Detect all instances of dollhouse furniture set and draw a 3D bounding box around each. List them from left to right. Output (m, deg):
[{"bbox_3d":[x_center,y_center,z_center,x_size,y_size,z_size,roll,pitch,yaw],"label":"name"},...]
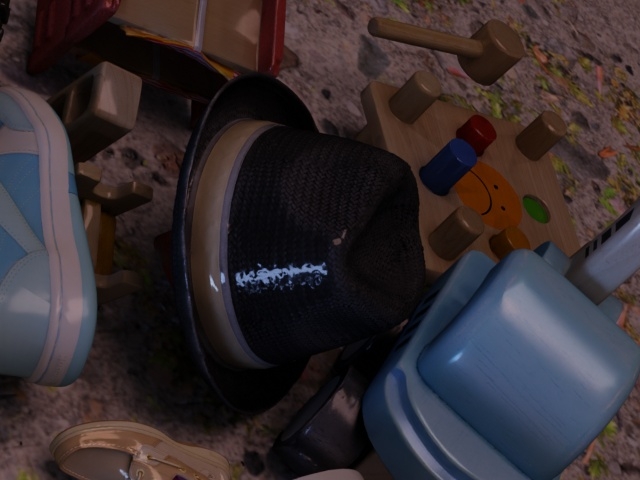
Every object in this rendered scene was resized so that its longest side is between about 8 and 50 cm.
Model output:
[{"bbox_3d":[-0.164,-0.095,1.667,0.201,0.152,0.374,20,61,-32],"label":"dollhouse furniture set"}]

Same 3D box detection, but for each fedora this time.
[{"bbox_3d":[0.000,0.000,1.570,0.334,0.153,0.334,-2,90,-69],"label":"fedora"}]

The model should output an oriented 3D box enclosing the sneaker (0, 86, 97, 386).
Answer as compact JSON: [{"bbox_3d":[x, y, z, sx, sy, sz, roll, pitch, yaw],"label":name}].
[{"bbox_3d":[-0.308,-0.023,1.450,0.208,0.127,0.319,6,39,-27],"label":"sneaker"}]

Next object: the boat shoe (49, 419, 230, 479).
[{"bbox_3d":[-0.140,0.192,1.457,0.170,0.063,0.059,18,39,-34],"label":"boat shoe"}]

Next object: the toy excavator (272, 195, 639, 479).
[{"bbox_3d":[0.225,0.060,1.617,0.222,0.445,0.433,44,37,-5],"label":"toy excavator"}]

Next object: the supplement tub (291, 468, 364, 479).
[{"bbox_3d":[0.013,0.351,1.320,0.228,0.228,0.316,-4,59,-46],"label":"supplement tub"}]

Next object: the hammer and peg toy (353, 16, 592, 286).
[{"bbox_3d":[0.154,-0.087,1.955,0.266,0.127,0.361,13,48,-35],"label":"hammer and peg toy"}]

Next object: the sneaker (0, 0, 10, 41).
[{"bbox_3d":[-0.389,-0.147,1.504,0.146,0.134,0.343,20,41,7],"label":"sneaker"}]
